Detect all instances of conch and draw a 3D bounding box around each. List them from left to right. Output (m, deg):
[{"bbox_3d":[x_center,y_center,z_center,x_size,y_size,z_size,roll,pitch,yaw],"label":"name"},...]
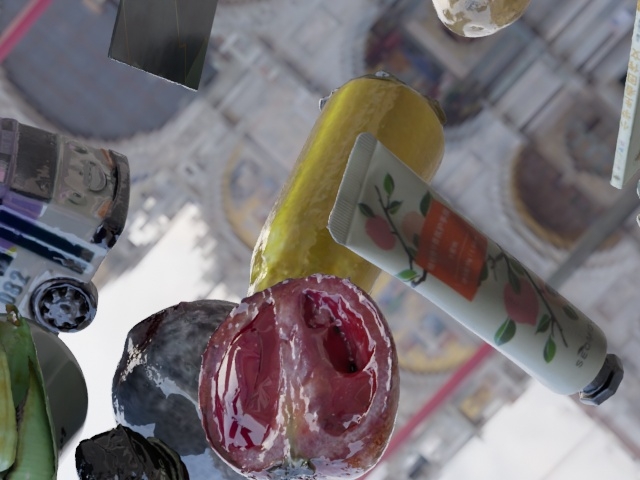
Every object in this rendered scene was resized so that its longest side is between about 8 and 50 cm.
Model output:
[{"bbox_3d":[-0.249,0.130,1.340,0.106,0.079,0.170,37,-136,-72],"label":"conch"}]

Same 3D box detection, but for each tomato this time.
[{"bbox_3d":[-0.003,0.122,1.447,0.099,0.189,0.173,38,-132,-51],"label":"tomato"}]

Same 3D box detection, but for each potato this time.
[{"bbox_3d":[0.153,-0.252,1.659,0.112,0.112,0.147,39,-172,-18],"label":"potato"}]

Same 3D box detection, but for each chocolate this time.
[{"bbox_3d":[0.000,0.000,1.911,0.162,0.162,0.445,41,-136,-12],"label":"chocolate"}]

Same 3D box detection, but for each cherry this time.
[{"bbox_3d":[-0.109,0.195,2.041,0.296,0.255,0.218,34,-151,-29],"label":"cherry"}]

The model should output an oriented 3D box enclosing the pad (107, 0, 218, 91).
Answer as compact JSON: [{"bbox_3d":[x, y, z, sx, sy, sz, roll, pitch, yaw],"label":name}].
[{"bbox_3d":[-0.138,-0.233,1.656,0.004,0.163,0.243,13,-179,15],"label":"pad"}]

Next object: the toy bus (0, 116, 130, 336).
[{"bbox_3d":[-0.435,0.059,2.266,0.249,0.440,0.209,26,-154,-18],"label":"toy bus"}]

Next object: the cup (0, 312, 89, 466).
[{"bbox_3d":[-0.382,0.213,1.877,0.205,0.205,0.312,42,-150,-4],"label":"cup"}]

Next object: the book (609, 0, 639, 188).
[{"bbox_3d":[0.320,-0.204,1.493,0.020,0.208,0.295,29,146,23],"label":"book"}]

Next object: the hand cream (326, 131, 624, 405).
[{"bbox_3d":[0.098,0.027,1.074,0.234,0.050,0.080,37,-127,-26],"label":"hand cream"}]

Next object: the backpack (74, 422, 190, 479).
[{"bbox_3d":[-0.193,0.259,1.861,0.120,0.106,0.165,58,175,27],"label":"backpack"}]

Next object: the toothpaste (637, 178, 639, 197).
[{"bbox_3d":[0.389,-0.067,1.571,0.255,0.067,0.037,-12,-145,-25],"label":"toothpaste"}]

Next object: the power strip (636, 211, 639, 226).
[{"bbox_3d":[0.397,-0.007,1.876,0.169,0.076,0.028,37,-157,-53],"label":"power strip"}]
